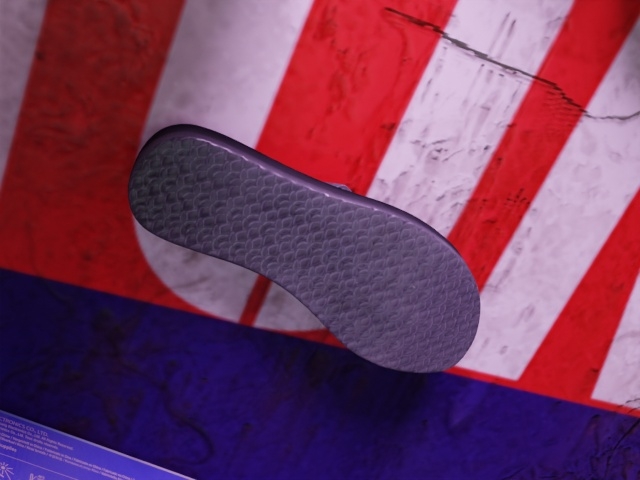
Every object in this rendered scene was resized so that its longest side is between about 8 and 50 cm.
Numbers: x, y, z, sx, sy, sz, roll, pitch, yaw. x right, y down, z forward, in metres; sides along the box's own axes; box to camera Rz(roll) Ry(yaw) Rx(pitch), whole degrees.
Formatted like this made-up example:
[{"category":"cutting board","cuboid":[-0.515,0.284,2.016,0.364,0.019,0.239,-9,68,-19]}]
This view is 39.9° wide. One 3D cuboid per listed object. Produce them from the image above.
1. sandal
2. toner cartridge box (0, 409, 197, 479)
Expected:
[{"category":"sandal","cuboid":[0.000,-0.001,0.575,0.254,0.054,0.097,32,105,-15]},{"category":"toner cartridge box","cuboid":[-0.213,0.227,0.658,0.348,0.075,0.165,28,114,-24]}]
